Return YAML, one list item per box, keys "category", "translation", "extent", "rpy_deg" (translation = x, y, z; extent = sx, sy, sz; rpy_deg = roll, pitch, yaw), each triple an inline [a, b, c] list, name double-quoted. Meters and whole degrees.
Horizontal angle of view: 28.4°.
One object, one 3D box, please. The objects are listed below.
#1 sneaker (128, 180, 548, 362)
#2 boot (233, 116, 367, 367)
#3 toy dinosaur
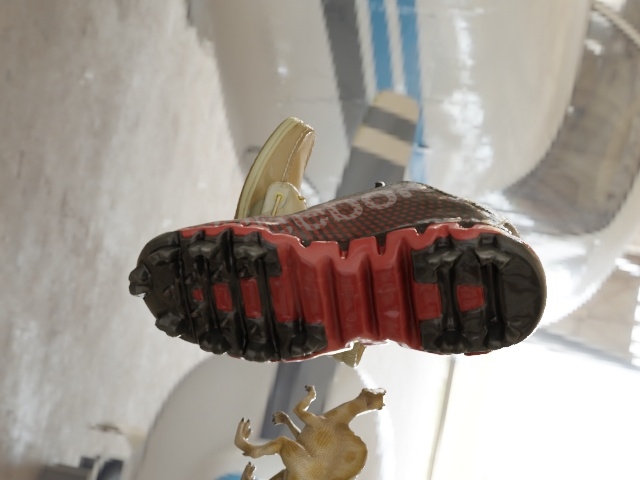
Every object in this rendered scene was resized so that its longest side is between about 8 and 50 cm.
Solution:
- category: "sneaker"
  translation: [0.014, 0.018, 0.860]
  extent: [0.135, 0.276, 0.097]
  rpy_deg: [-69, 156, -66]
- category: "boot"
  translation: [0.000, 0.000, 1.449]
  extent: [0.095, 0.204, 0.261]
  rpy_deg: [58, 51, -68]
- category: "toy dinosaur"
  translation: [-0.014, 0.159, 0.890]
  extent: [0.183, 0.093, 0.053]
  rpy_deg: [-61, 146, -35]
